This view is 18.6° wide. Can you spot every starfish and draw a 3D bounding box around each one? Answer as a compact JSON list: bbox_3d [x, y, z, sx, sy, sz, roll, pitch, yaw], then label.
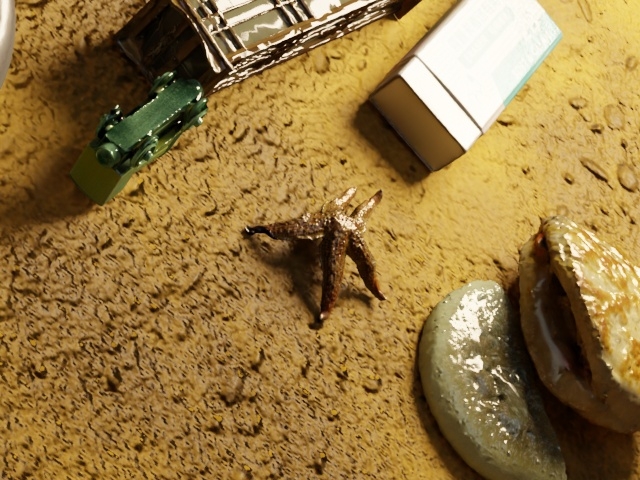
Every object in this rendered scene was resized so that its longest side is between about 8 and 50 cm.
[{"bbox_3d":[0.003,-0.001,1.578,0.130,0.041,0.133,13,57,-31],"label":"starfish"}]

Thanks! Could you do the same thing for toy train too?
[{"bbox_3d":[-0.135,-0.079,1.486,0.050,0.081,0.122,43,44,5],"label":"toy train"}]

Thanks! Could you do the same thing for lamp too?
[{"bbox_3d":[-0.023,-0.201,1.644,0.325,0.089,0.090,-30,86,-45],"label":"lamp"}]

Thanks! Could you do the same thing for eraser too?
[{"bbox_3d":[0.135,-0.160,1.771,0.095,0.052,0.225,49,44,-8],"label":"eraser"}]

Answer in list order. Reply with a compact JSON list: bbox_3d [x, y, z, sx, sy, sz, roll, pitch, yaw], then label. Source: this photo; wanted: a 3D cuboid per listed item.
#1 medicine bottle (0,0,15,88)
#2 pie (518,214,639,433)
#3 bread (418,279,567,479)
[{"bbox_3d":[-0.348,-0.095,1.167,0.245,0.306,0.245,19,55,-30],"label":"medicine bottle"},{"bbox_3d":[0.242,0.073,1.691,0.179,0.084,0.205,16,50,-50],"label":"pie"},{"bbox_3d":[0.134,0.121,1.615,0.112,0.036,0.193,-1,65,-38],"label":"bread"}]
